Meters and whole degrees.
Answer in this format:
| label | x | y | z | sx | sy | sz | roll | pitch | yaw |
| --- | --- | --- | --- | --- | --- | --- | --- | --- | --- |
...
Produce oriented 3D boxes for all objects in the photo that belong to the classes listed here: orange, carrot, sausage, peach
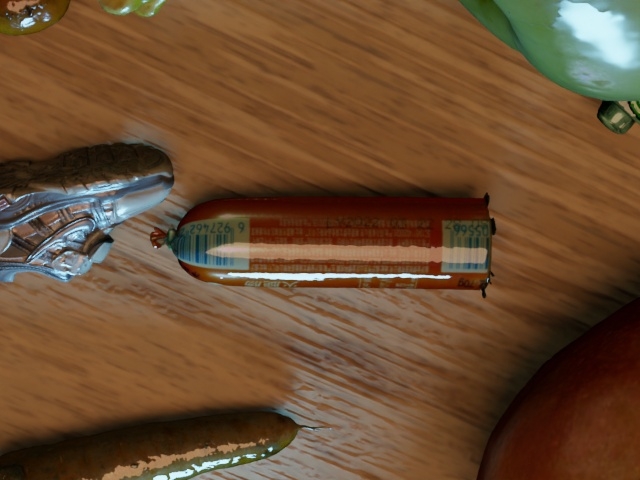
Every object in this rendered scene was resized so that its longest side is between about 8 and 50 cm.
| label | x | y | z | sx | sy | sz | roll | pitch | yaw |
| --- | --- | --- | --- | --- | --- | --- | --- | --- | --- |
| orange | -0.220 | -0.186 | 1.210 | 0.086 | 0.062 | 0.086 | 1 | 71 | -3 |
| carrot | -0.138 | 0.180 | 1.368 | 0.298 | 0.078 | 0.078 | -14 | 112 | -4 |
| sausage | 0.000 | 0.000 | 1.295 | 0.264 | 0.083 | 0.083 | 1 | 112 | -2 |
| peach | 0.276 | 0.193 | 1.284 | 0.308 | 0.308 | 0.332 | 10 | 95 | -7 |

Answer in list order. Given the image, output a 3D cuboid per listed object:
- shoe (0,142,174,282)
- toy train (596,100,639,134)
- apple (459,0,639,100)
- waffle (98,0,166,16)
| label | x | y | z | sx | sy | sz | roll | pitch | yaw |
| --- | --- | --- | --- | --- | --- | --- | --- | --- | --- |
| shoe | -0.195 | -0.013 | 1.268 | 0.180 | 0.089 | 0.092 | -11 | 111 | 3 |
| toy train | 0.279 | -0.193 | 1.234 | 0.119 | 0.085 | 0.251 | 41 | 101 | -1 |
| apple | 0.190 | -0.275 | 1.056 | 0.357 | 0.357 | 0.357 | -1 | 112 | -3 |
| waffle | -0.153 | -0.313 | 1.059 | 0.151 | 0.261 | 0.324 | -30 | 108 | 16 |
